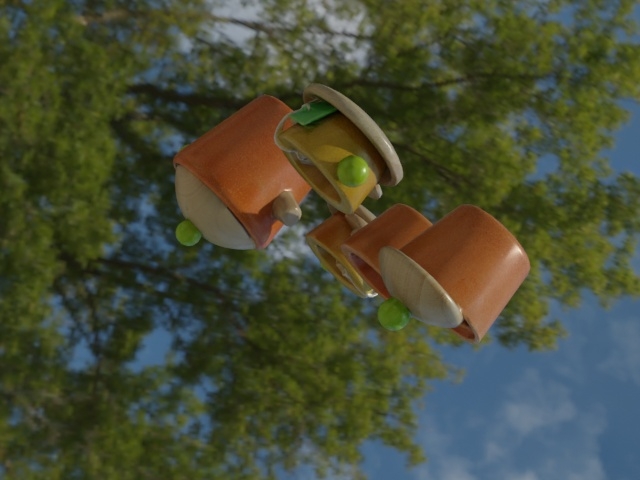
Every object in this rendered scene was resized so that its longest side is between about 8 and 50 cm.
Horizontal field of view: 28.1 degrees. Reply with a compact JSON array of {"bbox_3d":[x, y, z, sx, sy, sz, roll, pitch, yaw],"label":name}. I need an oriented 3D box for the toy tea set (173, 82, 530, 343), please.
[{"bbox_3d":[0.000,0.000,0.876,0.124,0.200,0.336,-44,-166,-10],"label":"toy tea set"}]
